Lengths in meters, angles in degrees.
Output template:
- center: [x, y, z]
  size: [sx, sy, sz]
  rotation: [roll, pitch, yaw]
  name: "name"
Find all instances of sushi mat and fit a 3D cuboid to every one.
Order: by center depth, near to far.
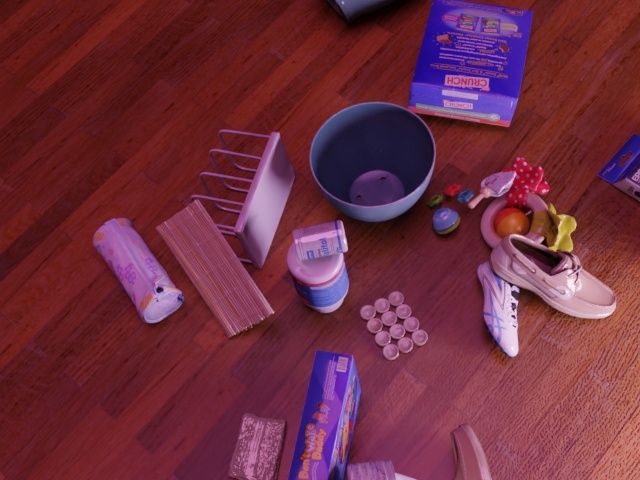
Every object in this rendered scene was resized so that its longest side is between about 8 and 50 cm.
- center: [-0.244, 0.069, 1.892]
  size: [0.151, 0.019, 0.316]
  rotation: [-33, 92, 29]
  name: "sushi mat"

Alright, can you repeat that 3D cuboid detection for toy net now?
- center: [0.365, -0.104, 1.966]
  size: [0.232, 0.045, 0.122]
  rotation: [-27, 30, 21]
  name: "toy net"

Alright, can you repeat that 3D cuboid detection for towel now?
- center: [-0.136, 0.453, 1.796]
  size: [0.110, 0.027, 0.148]
  rotation: [8, 64, 11]
  name: "towel"

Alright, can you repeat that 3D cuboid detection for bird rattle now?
- center: [0.469, -0.063, 1.931]
  size: [0.207, 0.143, 0.253]
  rotation: [-34, 59, 8]
  name: "bird rattle"

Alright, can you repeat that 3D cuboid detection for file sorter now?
- center: [-0.199, -0.108, 2.006]
  size: [0.173, 0.192, 0.277]
  rotation: [11, 65, 17]
  name: "file sorter"

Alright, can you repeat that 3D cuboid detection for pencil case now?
- center: [-0.441, 0.070, 1.983]
  size: [0.114, 0.124, 0.273]
  rotation: [-35, 63, -10]
  name: "pencil case"

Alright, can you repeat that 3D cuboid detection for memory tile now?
- center: [0.167, 0.195, 1.897]
  size: [0.113, 0.012, 0.148]
  rotation: [-27, 63, -6]
  name: "memory tile"

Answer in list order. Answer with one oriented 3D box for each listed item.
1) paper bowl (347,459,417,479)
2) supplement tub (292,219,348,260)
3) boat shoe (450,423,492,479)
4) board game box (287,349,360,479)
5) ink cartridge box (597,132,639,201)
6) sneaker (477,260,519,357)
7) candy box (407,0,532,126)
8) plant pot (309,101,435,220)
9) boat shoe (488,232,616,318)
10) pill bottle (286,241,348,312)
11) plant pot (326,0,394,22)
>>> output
- center: [0.135, 0.560, 1.559]
  size: [0.148, 0.284, 0.284]
  rotation: [-7, 62, 0]
  name: "paper bowl"
- center: [0.000, 0.000, 1.736]
  size: [0.107, 0.071, 0.071]
  rotation: [-12, 62, 2]
  name: "supplement tub"
- center: [0.292, 0.536, 1.641]
  size: [0.110, 0.121, 0.340]
  rotation: [-9, 63, 2]
  name: "boat shoe"
- center: [0.006, 0.428, 1.674]
  size: [0.078, 0.233, 0.346]
  rotation: [8, 64, 11]
  name: "board game box"
- center: [0.843, -0.134, 1.946]
  size: [0.333, 0.065, 0.165]
  rotation: [36, 73, 24]
  name: "ink cartridge box"
- center: [0.409, 0.145, 1.842]
  size: [0.086, 0.085, 0.237]
  rotation: [-25, 55, 30]
  name: "sneaker"
- center: [0.387, -0.463, 2.127]
  size: [0.268, 0.122, 0.317]
  rotation: [12, 59, 9]
  name: "candy box"
- center: [0.130, -0.157, 1.980]
  size: [0.291, 0.195, 0.290]
  rotation: [-3, 62, 6]
  name: "plant pot"
- center: [0.526, 0.076, 1.820]
  size: [0.302, 0.098, 0.109]
  rotation: [26, 50, -1]
  name: "boat shoe"
- center: [-0.001, 0.082, 1.860]
  size: [0.124, 0.221, 0.124]
  rotation: [-3, 62, 6]
  name: "pill bottle"
- center: [0.118, -0.747, 2.267]
  size: [0.255, 0.272, 0.271]
  rotation: [-39, 63, 5]
  name: "plant pot"
